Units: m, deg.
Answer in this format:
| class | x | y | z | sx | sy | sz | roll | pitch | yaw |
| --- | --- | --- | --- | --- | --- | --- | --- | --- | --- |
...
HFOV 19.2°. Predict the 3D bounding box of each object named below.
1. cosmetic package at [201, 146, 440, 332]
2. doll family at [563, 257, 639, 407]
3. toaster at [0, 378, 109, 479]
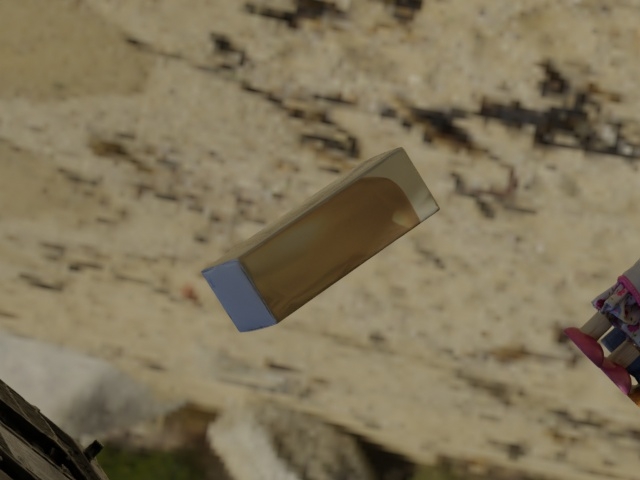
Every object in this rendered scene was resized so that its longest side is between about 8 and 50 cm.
| class | x | y | z | sx | sy | sz | roll | pitch | yaw |
| --- | --- | --- | --- | --- | --- | --- | --- | --- | --- |
| cosmetic package | 0.000 | 0.000 | 0.996 | 0.115 | 0.041 | 0.060 | -35 | -173 | -21 |
| doll family | 0.269 | 0.057 | 1.219 | 0.263 | 0.163 | 0.118 | 44 | -175 | -24 |
| toaster | -0.148 | 0.102 | 0.692 | 0.185 | 0.110 | 0.168 | 45 | 177 | -34 |
